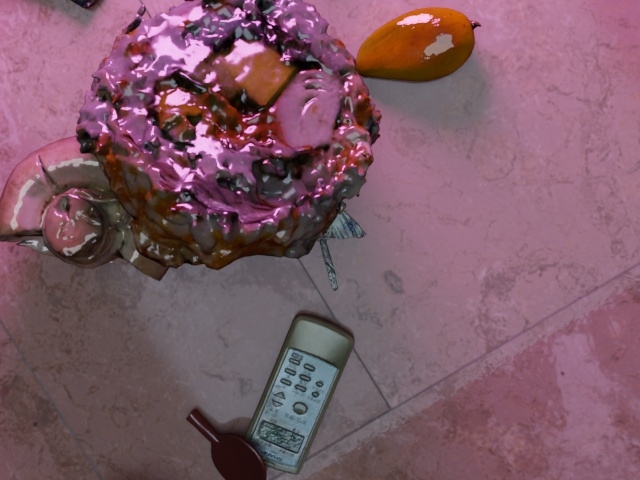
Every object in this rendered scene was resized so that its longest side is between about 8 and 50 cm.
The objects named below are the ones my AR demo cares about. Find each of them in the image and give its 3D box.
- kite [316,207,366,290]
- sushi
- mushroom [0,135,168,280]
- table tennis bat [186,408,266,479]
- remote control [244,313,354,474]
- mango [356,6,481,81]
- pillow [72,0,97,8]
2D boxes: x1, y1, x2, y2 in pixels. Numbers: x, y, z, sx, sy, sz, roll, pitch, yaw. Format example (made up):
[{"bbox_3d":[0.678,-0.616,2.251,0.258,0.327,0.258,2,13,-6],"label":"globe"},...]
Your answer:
[{"bbox_3d":[0.000,0.000,1.521,0.137,0.005,0.153,-4,96,5],"label":"kite"},{"bbox_3d":[-0.115,-0.160,1.353,0.417,0.176,0.418,5,65,-10],"label":"sushi"},{"bbox_3d":[-0.318,-0.054,1.433,0.253,0.195,0.189,9,86,-1],"label":"mushroom"},{"bbox_3d":[-0.140,0.310,1.533,0.154,0.019,0.098,44,130,10],"label":"table tennis bat"},{"bbox_3d":[-0.033,0.226,1.530,0.098,0.038,0.234,23,97,0],"label":"remote control"},{"bbox_3d":[0.136,-0.274,1.464,0.187,0.066,0.101,-11,95,11],"label":"mango"},{"bbox_3d":[-0.394,-0.465,1.474,0.255,0.034,0.189,29,96,-1],"label":"pillow"}]
